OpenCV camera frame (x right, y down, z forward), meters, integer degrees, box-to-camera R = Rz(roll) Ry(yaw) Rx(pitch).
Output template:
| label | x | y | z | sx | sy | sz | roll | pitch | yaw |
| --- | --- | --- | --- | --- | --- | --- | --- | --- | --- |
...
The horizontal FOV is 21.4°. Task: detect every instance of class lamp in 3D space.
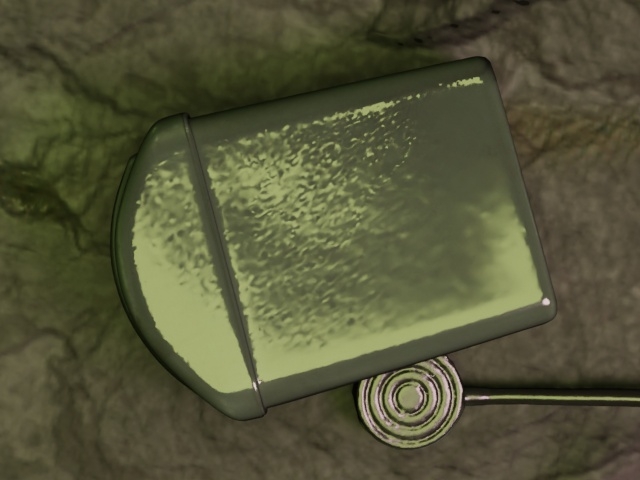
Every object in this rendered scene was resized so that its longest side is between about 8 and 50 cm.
| label | x | y | z | sx | sy | sz | roll | pitch | yaw |
| --- | --- | --- | --- | --- | --- | --- | --- | --- | --- |
| lamp | 0.208 | 0.104 | 0.987 | 0.371 | 0.108 | 0.130 | 13 | 98 | -2 |

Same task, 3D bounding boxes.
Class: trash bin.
| label | x | y | z | sx | sy | sz | roll | pitch | yaw |
| --- | --- | --- | --- | --- | --- | --- | --- | --- | --- |
| trash bin | 0.000 | 0.000 | 0.966 | 0.236 | 0.101 | 0.177 | -15 | 84 | -1 |
